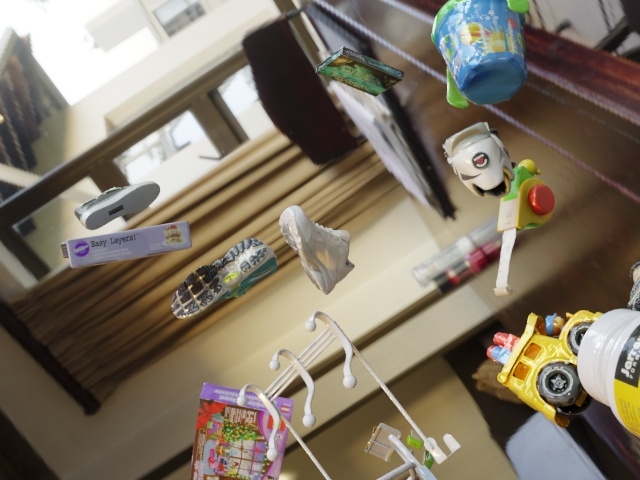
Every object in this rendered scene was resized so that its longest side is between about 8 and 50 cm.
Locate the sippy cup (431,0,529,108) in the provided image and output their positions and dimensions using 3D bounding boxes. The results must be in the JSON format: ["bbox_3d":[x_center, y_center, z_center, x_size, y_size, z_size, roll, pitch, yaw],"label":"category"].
[{"bbox_3d":[0.410,-0.468,1.927,0.305,0.240,0.224,59,-159,-52],"label":"sippy cup"}]

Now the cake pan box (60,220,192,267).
[{"bbox_3d":[-0.435,0.013,1.723,0.246,0.267,0.070,168,91,-73],"label":"cake pan box"}]

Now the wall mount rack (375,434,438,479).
[{"bbox_3d":[0.195,0.503,1.359,0.350,0.130,0.304,46,171,24],"label":"wall mount rack"}]

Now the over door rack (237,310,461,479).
[{"bbox_3d":[0.032,0.308,1.277,0.324,0.239,0.108,45,-150,6],"label":"over door rack"}]

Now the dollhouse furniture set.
[{"bbox_3d":[0.180,0.455,1.720,0.152,0.076,0.058,24,-162,1],"label":"dollhouse furniture set"}]

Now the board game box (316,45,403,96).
[{"bbox_3d":[0.100,-0.426,1.963,0.186,0.026,0.126,15,161,-27],"label":"board game box"}]

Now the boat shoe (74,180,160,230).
[{"bbox_3d":[-0.508,-0.103,1.938,0.070,0.219,0.077,41,144,32],"label":"boat shoe"}]

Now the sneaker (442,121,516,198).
[{"bbox_3d":[0.332,-0.148,1.585,0.146,0.123,0.330,61,-162,4],"label":"sneaker"}]

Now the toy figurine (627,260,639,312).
[{"bbox_3d":[0.666,0.123,1.366,0.209,0.213,0.148,60,-147,-17],"label":"toy figurine"}]

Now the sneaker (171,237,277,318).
[{"bbox_3d":[-0.221,0.108,1.813,0.107,0.275,0.110,61,-176,37],"label":"sneaker"}]

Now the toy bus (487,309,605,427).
[{"bbox_3d":[0.431,0.212,1.473,0.211,0.220,0.149,29,177,35],"label":"toy bus"}]

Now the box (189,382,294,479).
[{"bbox_3d":[-0.180,0.461,1.723,0.057,0.201,0.293,-80,1,-61],"label":"box"}]

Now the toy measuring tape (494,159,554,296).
[{"bbox_3d":[0.457,-0.024,1.727,0.121,0.122,0.329,57,-139,-67],"label":"toy measuring tape"}]

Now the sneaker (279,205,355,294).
[{"bbox_3d":[0.000,0.000,1.550,0.090,0.115,0.232,46,169,44],"label":"sneaker"}]

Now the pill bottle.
[{"bbox_3d":[0.486,0.186,0.966,0.187,0.188,0.334,57,167,-17],"label":"pill bottle"}]
